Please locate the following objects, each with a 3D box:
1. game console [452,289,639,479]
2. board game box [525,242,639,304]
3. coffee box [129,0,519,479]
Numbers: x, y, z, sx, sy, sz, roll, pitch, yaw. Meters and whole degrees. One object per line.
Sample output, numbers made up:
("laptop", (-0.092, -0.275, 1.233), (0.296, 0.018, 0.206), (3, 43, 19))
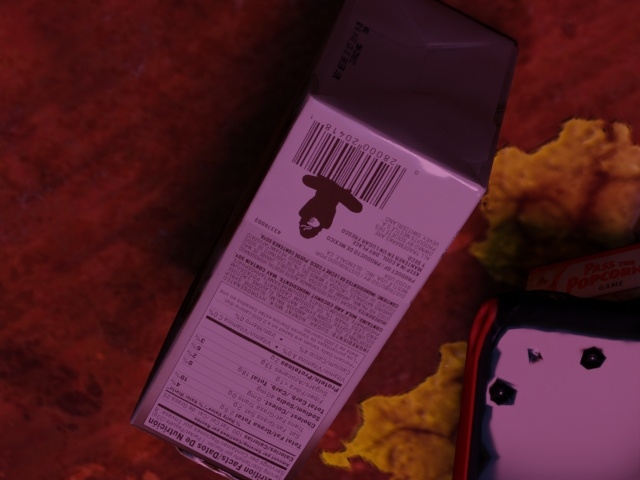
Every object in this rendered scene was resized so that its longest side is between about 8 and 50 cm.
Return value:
("game console", (0.260, 0.202, 0.881), (0.386, 0.060, 0.342), (6, 110, 5))
("board game box", (0.229, 0.063, 0.881), (0.193, 0.045, 0.147), (-14, 119, 24))
("coffee box", (0.000, 0.000, 0.844), (0.098, 0.141, 0.246), (27, 128, -4))
